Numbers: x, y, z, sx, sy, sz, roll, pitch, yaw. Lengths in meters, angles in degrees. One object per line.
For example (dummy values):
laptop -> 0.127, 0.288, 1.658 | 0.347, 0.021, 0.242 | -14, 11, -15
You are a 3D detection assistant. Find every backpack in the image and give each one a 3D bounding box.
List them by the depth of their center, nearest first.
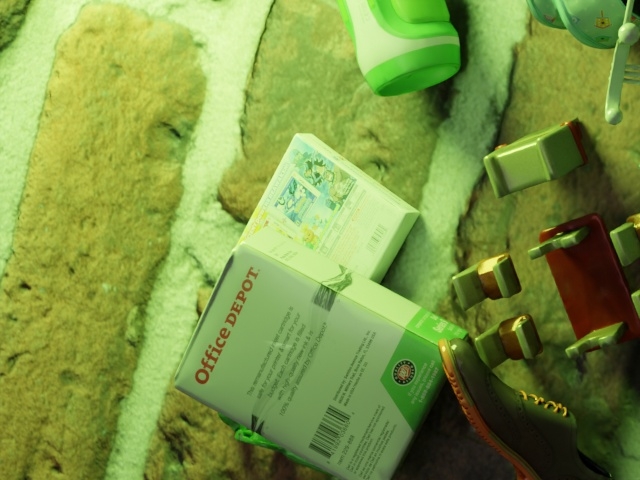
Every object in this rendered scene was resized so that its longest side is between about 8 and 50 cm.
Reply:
backpack -> 0.298, -0.301, 1.898 | 0.144, 0.166, 0.188 | -31, 73, 30

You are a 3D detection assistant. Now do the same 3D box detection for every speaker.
speaker -> 0.072, -0.327, 2.057 | 0.131, 0.131, 0.296 | -21, 81, 30

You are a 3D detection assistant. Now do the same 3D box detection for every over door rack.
over door rack -> 0.424, -0.253, 1.738 | 0.239, 0.108, 0.324 | 6, 117, 2

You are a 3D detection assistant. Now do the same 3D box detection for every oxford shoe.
oxford shoe -> 0.231, 0.200, 1.964 | 0.098, 0.097, 0.271 | -35, 110, 9

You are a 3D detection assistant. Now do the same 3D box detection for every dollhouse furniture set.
dollhouse furniture set -> 0.289, -0.001, 1.963 | 0.262, 0.135, 0.259 | -19, 94, 30

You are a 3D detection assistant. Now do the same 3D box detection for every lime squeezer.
lime squeezer -> -0.064, 0.223, 2.215 | 0.110, 0.059, 0.310 | -37, 69, -5

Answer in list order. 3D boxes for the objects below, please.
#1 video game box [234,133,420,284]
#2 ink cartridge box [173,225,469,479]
video game box -> 0.000, 0.000, 2.160 | 0.187, 0.048, 0.205 | 37, 110, 21
ink cartridge box -> 0.000, 0.142, 2.076 | 0.289, 0.121, 0.211 | 29, 107, 8
